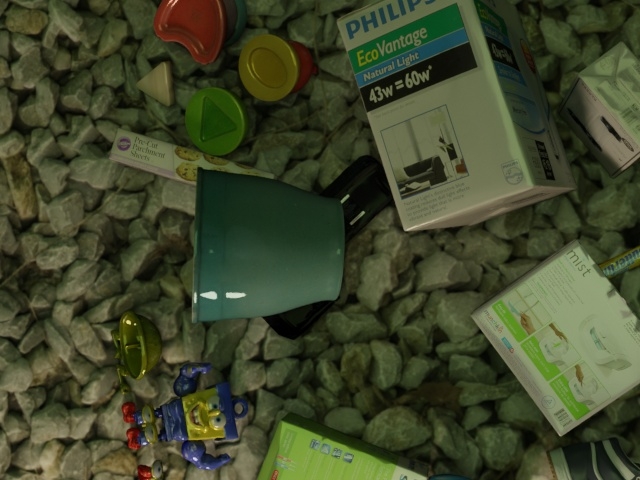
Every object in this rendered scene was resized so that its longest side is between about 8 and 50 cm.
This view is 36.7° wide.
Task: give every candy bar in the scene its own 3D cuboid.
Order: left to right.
[{"bbox_3d":[0.532,0.049,1.754,0.162,0.018,0.040,-26,84,6],"label":"candy bar"}]

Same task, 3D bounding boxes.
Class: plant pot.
[{"bbox_3d":[-0.093,0.012,1.688,0.255,0.271,0.271,2,87,-7],"label":"plant pot"}]

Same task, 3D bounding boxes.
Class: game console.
[{"bbox_3d":[0.000,0.000,1.814,0.361,0.044,0.213,-43,83,5],"label":"game console"}]

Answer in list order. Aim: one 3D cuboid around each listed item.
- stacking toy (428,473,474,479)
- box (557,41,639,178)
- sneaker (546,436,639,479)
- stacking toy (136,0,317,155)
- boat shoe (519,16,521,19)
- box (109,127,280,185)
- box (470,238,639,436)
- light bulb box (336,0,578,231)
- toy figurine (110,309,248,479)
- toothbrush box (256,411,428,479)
[{"bbox_3d":[0.230,0.564,1.669,0.175,0.166,0.301,19,80,8],"label":"stacking toy"},{"bbox_3d":[0.501,-0.212,1.636,0.087,0.290,0.169,-38,81,3],"label":"box"},{"bbox_3d":[0.514,0.484,1.691,0.153,0.099,0.282,-20,81,8],"label":"sneaker"},{"bbox_3d":[-0.179,-0.332,1.851,0.309,0.130,0.279,42,119,10],"label":"stacking toy"},{"bbox_3d":[0.308,-0.417,1.796,0.137,0.049,0.043,8,86,13],"label":"boat shoe"},{"bbox_3d":[-0.239,-0.137,1.842,0.324,0.063,0.067,18,88,8],"label":"box"},{"bbox_3d":[0.434,0.165,1.696,0.231,0.127,0.262,-38,83,9],"label":"box"},{"bbox_3d":[0.239,-0.220,1.616,0.225,0.358,0.361,-20,84,24],"label":"light bulb box"},{"bbox_3d":[-0.249,0.305,1.810,0.217,0.191,0.362,-7,77,-23],"label":"toy figurine"},{"bbox_3d":[0.029,0.461,1.745,0.283,0.122,0.206,19,89,9],"label":"toothbrush box"}]
